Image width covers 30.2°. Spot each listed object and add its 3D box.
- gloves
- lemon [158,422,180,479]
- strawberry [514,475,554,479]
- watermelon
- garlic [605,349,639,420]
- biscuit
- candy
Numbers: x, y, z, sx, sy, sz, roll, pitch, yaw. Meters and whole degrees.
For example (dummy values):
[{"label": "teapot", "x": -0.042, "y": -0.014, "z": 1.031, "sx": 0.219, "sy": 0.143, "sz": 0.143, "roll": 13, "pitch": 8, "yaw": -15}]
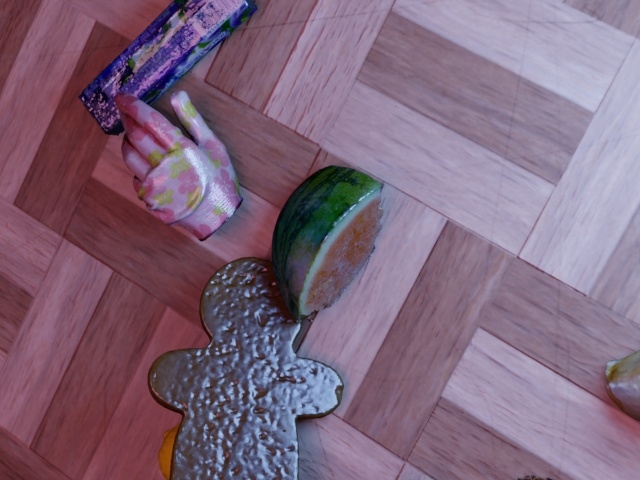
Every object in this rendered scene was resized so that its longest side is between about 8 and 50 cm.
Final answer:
[{"label": "gloves", "x": -0.224, "y": -0.121, "z": 1.756, "sx": 0.145, "sy": 0.126, "sz": 0.241, "roll": -39, "pitch": 102, "yaw": 26}, {"label": "lemon", "x": -0.172, "y": 0.330, "z": 1.753, "sx": 0.155, "sy": 0.114, "sz": 0.114, "roll": 37, "pitch": 103, "yaw": 15}, {"label": "strawberry", "x": 0.244, "y": 0.418, "z": 1.592, "sx": 0.167, "sy": 0.087, "sz": 0.208, "roll": 9, "pitch": 91, "yaw": 24}, {"label": "watermelon", "x": -0.017, "y": -0.013, "z": 1.688, "sx": 0.146, "sy": 0.128, "sz": 0.231, "roll": 40, "pitch": 93, "yaw": 32}, {"label": "garlic", "x": 0.471, "y": 0.138, "z": 1.490, "sx": 0.245, "sy": 0.145, "sz": 0.164, "roll": -49, "pitch": 42, "yaw": 13}, {"label": "biscuit", "x": -0.110, "y": 0.236, "z": 1.700, "sx": 0.282, "sy": 0.064, "sz": 0.432, "roll": 4, "pitch": 71, "yaw": -8}, {"label": "candy", "x": -0.236, "y": -0.289, "z": 1.810, "sx": 0.312, "sy": 0.061, "sz": 0.088, "roll": -39, "pitch": 80, "yaw": 17}]
